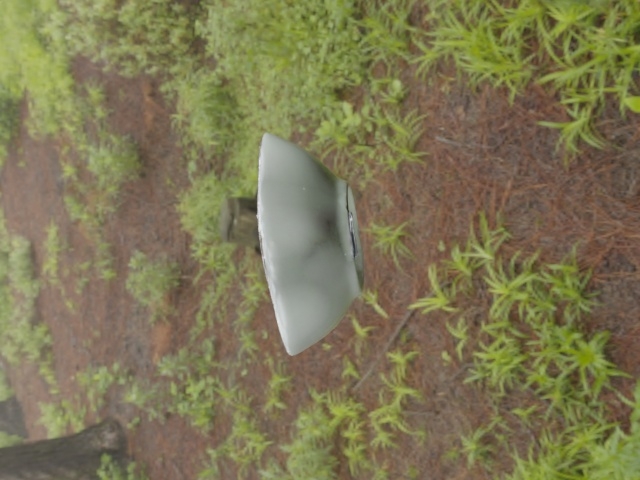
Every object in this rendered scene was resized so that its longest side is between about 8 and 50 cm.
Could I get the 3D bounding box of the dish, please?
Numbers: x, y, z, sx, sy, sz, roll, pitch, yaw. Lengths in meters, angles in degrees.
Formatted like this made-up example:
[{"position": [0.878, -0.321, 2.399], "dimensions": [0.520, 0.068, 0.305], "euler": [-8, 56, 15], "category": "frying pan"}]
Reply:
[{"position": [0.000, 0.000, 0.607], "dimensions": [0.191, 0.066, 0.190], "euler": [-7, -90, -83], "category": "dish"}]
